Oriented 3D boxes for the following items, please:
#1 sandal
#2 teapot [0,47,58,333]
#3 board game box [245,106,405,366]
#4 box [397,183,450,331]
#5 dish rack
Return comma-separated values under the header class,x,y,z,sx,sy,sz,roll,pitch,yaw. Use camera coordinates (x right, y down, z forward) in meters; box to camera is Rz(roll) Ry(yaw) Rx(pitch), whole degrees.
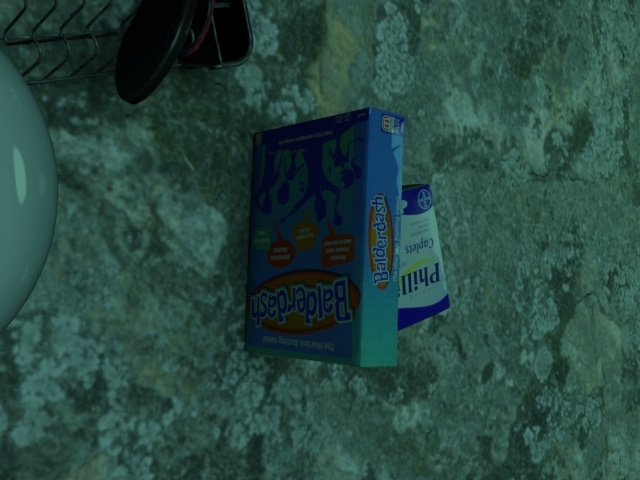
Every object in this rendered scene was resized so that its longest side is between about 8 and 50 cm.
class,x,y,z,sx,sy,sz,roll,pitch,yaw
sandal,-0.100,-0.178,0.581,0.040,0.067,0.179,36,65,-46
teapot,-0.263,-0.026,0.451,0.256,0.187,0.252,-42,97,0
board game box,0.000,0.000,0.691,0.047,0.160,0.210,5,84,-41
box,0.060,0.021,0.801,0.126,0.072,0.137,-17,100,-40
dish rack,-0.192,-0.217,0.588,0.271,0.074,0.208,-18,100,-40
